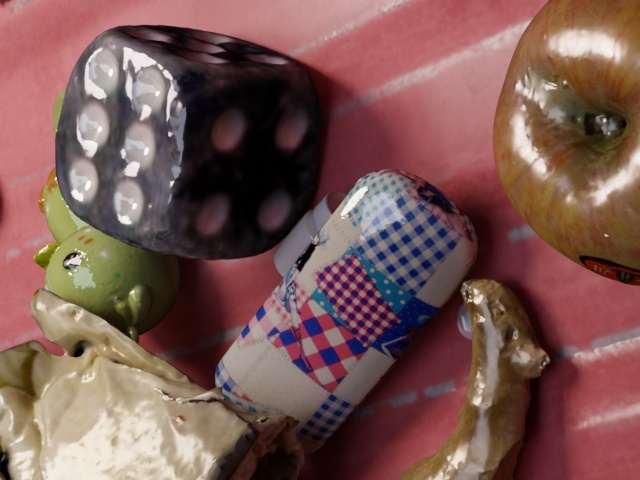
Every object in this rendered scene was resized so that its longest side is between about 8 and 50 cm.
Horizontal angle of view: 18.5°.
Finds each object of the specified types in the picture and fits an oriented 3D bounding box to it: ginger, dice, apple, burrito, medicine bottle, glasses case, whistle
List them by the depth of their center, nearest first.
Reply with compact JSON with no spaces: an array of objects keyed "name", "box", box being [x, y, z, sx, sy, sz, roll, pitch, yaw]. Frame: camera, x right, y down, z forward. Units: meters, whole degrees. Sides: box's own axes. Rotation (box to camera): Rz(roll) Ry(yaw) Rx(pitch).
[{"name":"apple","box":[0.248,-0.086,1.422,0.260,0.194,0.261,5,97,45]},{"name":"ginger","box":[0.119,0.175,1.665,0.131,0.086,0.295,25,104,49]},{"name":"glasses case","box":[0.018,0.069,1.724,0.125,0.076,0.327,38,127,0]},{"name":"medicine bottle","box":[0.000,0.000,1.766,0.089,0.052,0.052,-50,62,36]},{"name":"burrito","box":[-0.177,0.184,1.777,0.331,0.135,0.190,25,81,35]},{"name":"dice","box":[-0.119,-0.090,1.781,0.181,0.183,0.182,24,109,41]},{"name":"whistle","box":[-0.234,-0.018,1.932,0.141,0.141,0.294,-48,62,36]}]
